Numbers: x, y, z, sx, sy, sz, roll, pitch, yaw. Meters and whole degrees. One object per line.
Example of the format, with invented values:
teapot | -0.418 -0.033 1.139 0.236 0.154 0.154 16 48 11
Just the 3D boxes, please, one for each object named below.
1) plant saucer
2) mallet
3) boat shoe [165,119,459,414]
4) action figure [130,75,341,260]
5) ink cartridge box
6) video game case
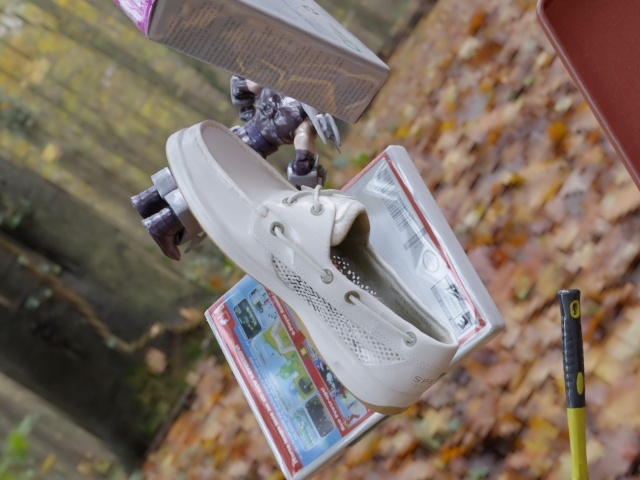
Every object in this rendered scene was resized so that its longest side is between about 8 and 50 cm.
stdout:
plant saucer | 0.299 -0.159 1.294 0.258 0.259 0.048 -45 24 -22
mallet | 0.199 0.131 1.206 0.039 0.062 0.189 3 90 61
boat shoe | 0.000 0.000 1.221 0.096 0.277 0.098 -46 -6 29
action figure | -0.084 -0.103 1.823 0.285 0.099 0.185 -38 49 9
ink cartridge box | -0.145 -0.241 1.323 0.071 0.330 0.324 -56 47 15
video game case | 0.024 0.075 1.523 0.285 0.204 0.025 -41 -24 31
